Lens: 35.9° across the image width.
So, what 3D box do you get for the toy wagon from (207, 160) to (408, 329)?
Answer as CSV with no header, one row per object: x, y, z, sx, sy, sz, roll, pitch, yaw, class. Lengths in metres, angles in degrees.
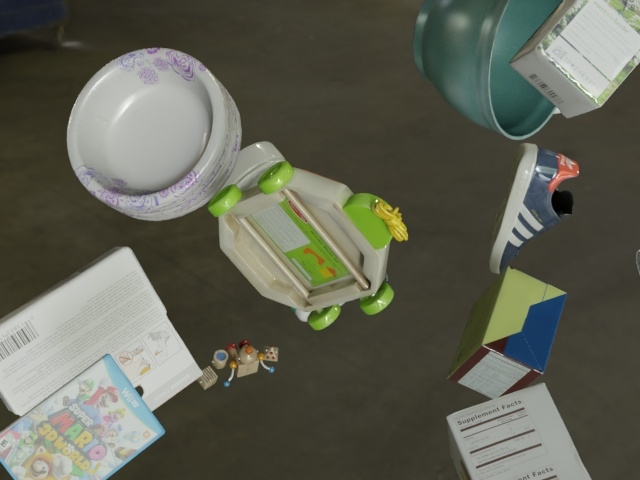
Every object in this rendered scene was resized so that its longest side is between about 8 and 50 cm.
0.000,0.000,1.453,0.344,0.267,0.068,-20,28,43,toy wagon

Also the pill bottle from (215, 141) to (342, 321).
-0.065,-0.023,2.096,0.204,0.204,0.361,-25,69,-41,pill bottle

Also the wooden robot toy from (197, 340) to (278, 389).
-0.151,0.218,1.862,0.173,0.079,0.076,-15,61,-22,wooden robot toy

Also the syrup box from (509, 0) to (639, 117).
0.322,-0.252,1.053,0.237,0.093,0.096,-49,5,-4,syrup box

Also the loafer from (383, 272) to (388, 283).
0.121,0.042,2.440,0.078,0.223,0.076,6,49,39,loafer

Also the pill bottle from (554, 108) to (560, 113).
0.429,-0.370,1.929,0.131,0.130,0.245,-7,47,-13,pill bottle

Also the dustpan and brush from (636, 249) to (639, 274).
0.602,0.079,1.635,0.147,0.211,0.060,-10,24,8,dustpan and brush

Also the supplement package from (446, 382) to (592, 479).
0.261,0.324,1.210,0.134,0.139,0.244,-19,54,-3,supplement package

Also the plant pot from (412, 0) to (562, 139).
0.281,-0.334,1.656,0.196,0.293,0.293,22,33,36,plant pot

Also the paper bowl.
-0.273,-0.173,1.683,0.284,0.284,0.148,6,-11,17,paper bowl

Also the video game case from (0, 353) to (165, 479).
-0.280,0.228,1.142,0.166,0.119,0.015,-37,12,-20,video game case

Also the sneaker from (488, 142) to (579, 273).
0.462,-0.048,2.139,0.148,0.350,0.131,12,46,2,sneaker

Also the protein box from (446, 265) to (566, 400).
0.382,0.199,2.033,0.136,0.201,0.199,26,59,-1,protein box

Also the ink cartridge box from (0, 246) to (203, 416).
-0.382,0.194,1.627,0.296,0.261,0.066,-35,16,-25,ink cartridge box
